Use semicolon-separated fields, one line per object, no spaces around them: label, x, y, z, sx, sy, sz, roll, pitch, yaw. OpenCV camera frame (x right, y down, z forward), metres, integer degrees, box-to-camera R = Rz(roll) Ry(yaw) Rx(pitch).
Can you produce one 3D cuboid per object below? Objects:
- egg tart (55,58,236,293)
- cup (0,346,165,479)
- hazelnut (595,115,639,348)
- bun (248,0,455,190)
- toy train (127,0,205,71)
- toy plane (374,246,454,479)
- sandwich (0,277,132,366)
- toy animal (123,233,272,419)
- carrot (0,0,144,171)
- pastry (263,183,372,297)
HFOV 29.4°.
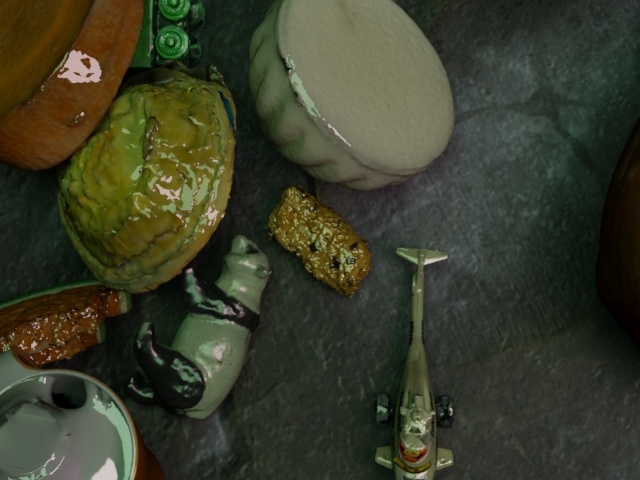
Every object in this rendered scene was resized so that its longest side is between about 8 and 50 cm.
egg tart;-0.208;-0.087;1.375;0.290;0.107;0.291;-15;65;35
cup;-0.266;0.231;1.291;0.182;0.264;0.226;-29;69;-4
hazelnut;0.499;-0.015;1.280;0.421;0.353;0.421;7;72;-23
bun;0.009;-0.161;1.410;0.263;0.175;0.263;20;56;-32
toy train;-0.202;-0.320;1.480;0.119;0.085;0.251;2;91;9
toy plane;0.109;0.151;1.383;0.092;0.108;0.286;3;66;4
sandwich;-0.321;0.110;1.390;0.235;0.159;0.079;-22;106;-30
toy animal;-0.133;0.098;1.403;0.121;0.094;0.225;24;79;5
carrot;-0.319;-0.235;1.417;0.258;0.100;0.307;9;75;41
pastry;0.000;0.000;1.436;0.140;0.056;0.080;35;94;6
